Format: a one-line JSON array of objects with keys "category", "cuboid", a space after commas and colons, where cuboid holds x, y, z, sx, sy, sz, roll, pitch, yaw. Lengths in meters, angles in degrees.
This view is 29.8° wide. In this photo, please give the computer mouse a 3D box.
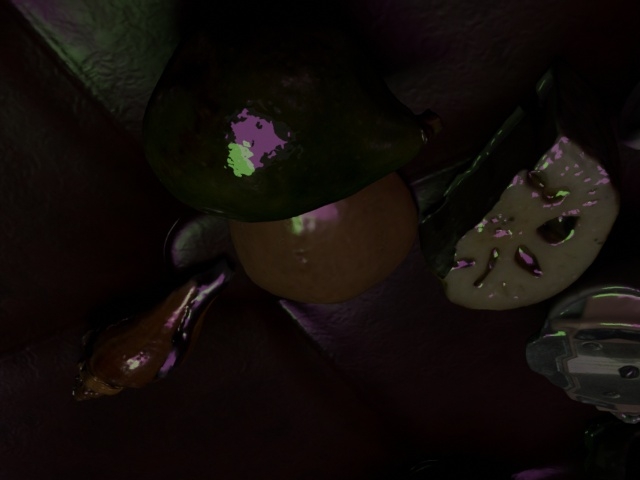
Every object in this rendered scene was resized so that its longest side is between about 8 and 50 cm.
[{"category": "computer mouse", "cuboid": [0.327, 0.102, 1.241, 0.199, 0.115, 0.389, 6, 159, 21]}]

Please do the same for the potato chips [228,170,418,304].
[{"category": "potato chips", "cuboid": [0.000, 0.000, 1.170, 0.195, 0.062, 0.208, 14, 130, -17]}]

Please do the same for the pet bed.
[{"category": "pet bed", "cuboid": [0.399, 0.309, 1.429, 0.183, 0.159, 0.211, 9, 135, 19]}]

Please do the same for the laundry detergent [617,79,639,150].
[{"category": "laundry detergent", "cuboid": [0.384, -0.089, 1.081, 0.226, 0.070, 0.099, 20, 124, -18]}]

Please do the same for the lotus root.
[{"category": "lotus root", "cuboid": [0.192, -0.036, 1.096, 0.138, 0.119, 0.235, 17, 130, -17]}]

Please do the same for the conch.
[{"category": "conch", "cuboid": [-0.178, 0.106, 1.256, 0.233, 0.080, 0.086, -22, 139, 18]}]

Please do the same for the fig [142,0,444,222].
[{"category": "fig", "cuboid": [-0.017, -0.098, 0.983, 0.245, 0.195, 0.195, 15, 132, -10]}]
